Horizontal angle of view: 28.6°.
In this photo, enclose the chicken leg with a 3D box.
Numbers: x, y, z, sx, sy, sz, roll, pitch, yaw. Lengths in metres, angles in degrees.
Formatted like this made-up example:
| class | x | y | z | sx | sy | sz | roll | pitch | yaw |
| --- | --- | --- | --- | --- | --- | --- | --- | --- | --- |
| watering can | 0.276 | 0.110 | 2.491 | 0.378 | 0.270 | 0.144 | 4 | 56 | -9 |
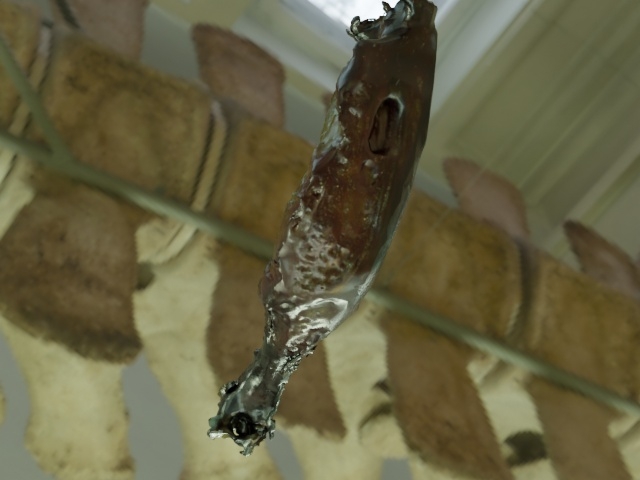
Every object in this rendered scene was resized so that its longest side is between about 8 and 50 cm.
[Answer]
| class | x | y | z | sx | sy | sz | roll | pitch | yaw |
| --- | --- | --- | --- | --- | --- | --- | --- | --- | --- |
| chicken leg | 0.000 | 0.000 | 0.611 | 0.051 | 0.253 | 0.106 | 21 | -165 | -9 |
